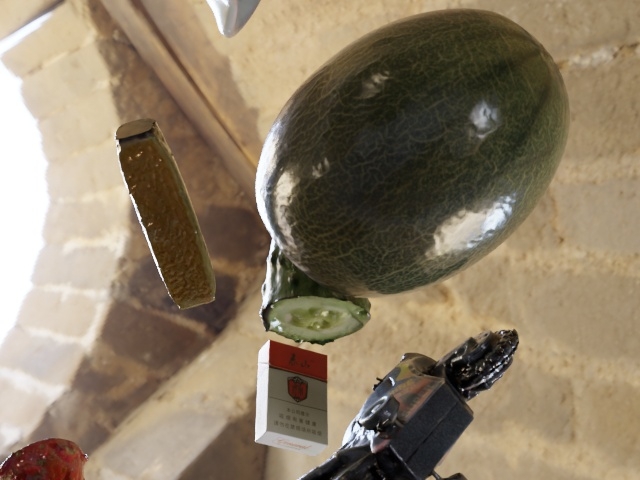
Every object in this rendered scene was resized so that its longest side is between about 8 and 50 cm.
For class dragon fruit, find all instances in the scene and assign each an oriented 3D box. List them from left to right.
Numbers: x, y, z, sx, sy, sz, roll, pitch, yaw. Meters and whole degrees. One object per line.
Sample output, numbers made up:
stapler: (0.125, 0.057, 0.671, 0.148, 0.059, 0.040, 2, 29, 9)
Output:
dragon fruit: (-0.430, 0.402, 1.509, 0.111, 0.153, 0.153, 54, -22, 35)

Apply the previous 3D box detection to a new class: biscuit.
biscuit: (-0.148, -0.025, 0.915, 0.056, 0.052, 0.188, -116, -171, -64)

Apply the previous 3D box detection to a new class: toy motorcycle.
toy motorcycle: (0.074, 0.195, 0.922, 0.108, 0.307, 0.173, 50, -28, -3)

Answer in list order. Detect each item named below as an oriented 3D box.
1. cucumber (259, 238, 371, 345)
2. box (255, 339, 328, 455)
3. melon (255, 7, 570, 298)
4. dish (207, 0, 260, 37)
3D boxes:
cucumber: (-0.003, -0.001, 1.167, 0.134, 0.244, 0.134, 2, -31, 2)
box: (-0.040, 0.228, 1.376, 0.100, 0.152, 0.048, 20, -41, -23)
melon: (0.086, -0.082, 0.880, 0.301, 0.237, 0.237, -37, -83, 16)
dish: (-0.053, -0.251, 0.605, 0.081, 0.229, 0.229, 22, -32, -1)
